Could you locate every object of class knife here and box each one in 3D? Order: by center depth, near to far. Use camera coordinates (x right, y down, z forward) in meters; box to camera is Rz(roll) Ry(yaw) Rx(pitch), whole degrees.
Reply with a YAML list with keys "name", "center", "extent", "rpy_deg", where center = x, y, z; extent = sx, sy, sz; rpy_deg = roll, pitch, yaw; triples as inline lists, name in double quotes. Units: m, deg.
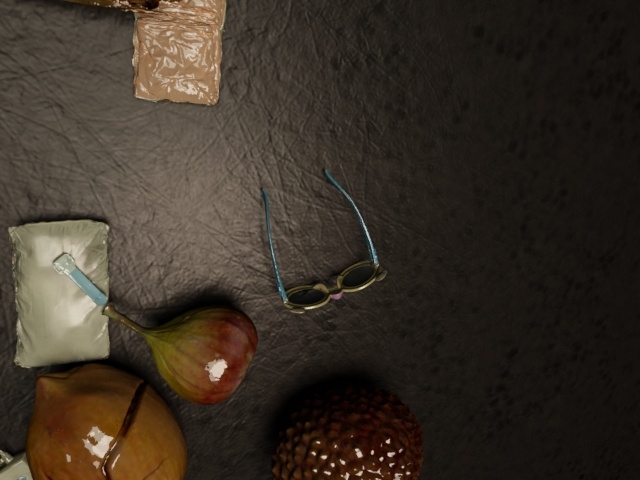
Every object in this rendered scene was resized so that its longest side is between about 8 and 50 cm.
- name: "knife"
  center: [-0.342, 0.059, 0.657]
  extent: [0.027, 0.010, 0.096]
  rpy_deg: [-49, 126, -27]

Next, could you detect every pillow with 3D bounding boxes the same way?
- name: "pillow"
  center: [-0.199, -0.312, 0.652]
  extent: [0.126, 0.043, 0.233]
  rpy_deg: [4, 104, -17]
- name: "pillow"
  center: [-0.381, 0.081, 0.675]
  extent: [0.128, 0.051, 0.229]
  rpy_deg: [1, 104, -23]

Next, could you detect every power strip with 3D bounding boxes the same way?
- name: "power strip"
  center: [-0.459, 0.403, 0.739]
  extent: [0.047, 0.030, 0.191]
  rpy_deg: [-29, 112, -13]

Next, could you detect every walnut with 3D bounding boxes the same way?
- name: "walnut"
  center: [-0.320, 0.305, 0.677]
  extent: [0.203, 0.203, 0.298]
  rpy_deg: [-32, 120, -11]

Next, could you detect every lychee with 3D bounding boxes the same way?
- name: "lychee"
  center: [0.045, 0.386, 0.816]
  extent: [0.267, 0.267, 0.268]
  rpy_deg: [-5, 105, -20]

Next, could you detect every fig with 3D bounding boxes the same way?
- name: "fig"
  center: [-0.216, 0.161, 0.730]
  extent: [0.230, 0.143, 0.160]
  rpy_deg: [25, 99, 10]

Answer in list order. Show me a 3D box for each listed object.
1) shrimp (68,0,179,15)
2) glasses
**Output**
- name: "shrimp"
  center: [-0.314, -0.373, 0.570]
  extent: [0.287, 0.063, 0.152]
  rpy_deg: [9, 94, -13]
- name: "glasses"
  center: [-0.008, -0.001, 0.808]
  extent: [0.189, 0.088, 0.221]
  rpy_deg: [-21, 90, -14]
